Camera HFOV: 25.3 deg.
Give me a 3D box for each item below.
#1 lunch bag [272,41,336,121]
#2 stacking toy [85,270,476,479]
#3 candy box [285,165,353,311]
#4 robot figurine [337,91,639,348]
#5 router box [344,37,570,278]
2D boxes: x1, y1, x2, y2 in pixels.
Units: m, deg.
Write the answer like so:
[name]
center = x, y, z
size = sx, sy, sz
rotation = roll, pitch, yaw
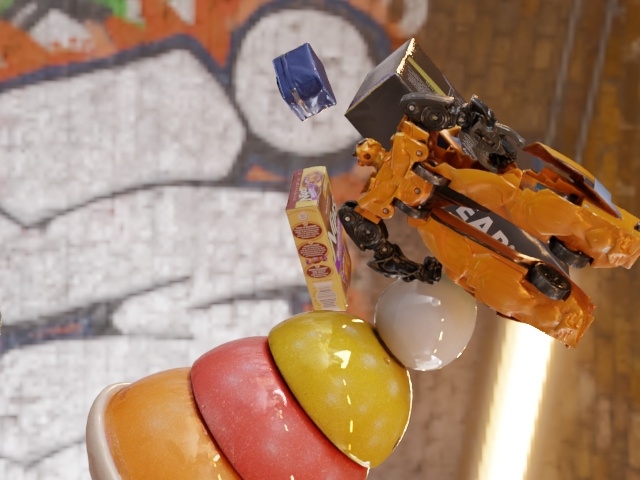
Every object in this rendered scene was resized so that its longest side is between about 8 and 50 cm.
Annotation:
[lunch bag]
center = -0.027, -0.214, 1.919
size = 0.067, 0.065, 0.098
rotation = 52, 15, -50
[stacking toy]
center = -0.011, 0.203, 1.719
size = 0.480, 0.350, 0.350
rotation = -38, -149, 13
[candy box]
center = 0.000, 0.000, 2.072
size = 0.109, 0.053, 0.186
rotation = -79, 156, -55
[robot figurine]
center = 0.163, -0.025, 1.412
size = 0.211, 0.291, 0.085
rotation = -60, 179, 27
[router box]
center = 0.168, -0.081, 1.683
size = 0.309, 0.081, 0.243
rotation = 49, 17, -7
